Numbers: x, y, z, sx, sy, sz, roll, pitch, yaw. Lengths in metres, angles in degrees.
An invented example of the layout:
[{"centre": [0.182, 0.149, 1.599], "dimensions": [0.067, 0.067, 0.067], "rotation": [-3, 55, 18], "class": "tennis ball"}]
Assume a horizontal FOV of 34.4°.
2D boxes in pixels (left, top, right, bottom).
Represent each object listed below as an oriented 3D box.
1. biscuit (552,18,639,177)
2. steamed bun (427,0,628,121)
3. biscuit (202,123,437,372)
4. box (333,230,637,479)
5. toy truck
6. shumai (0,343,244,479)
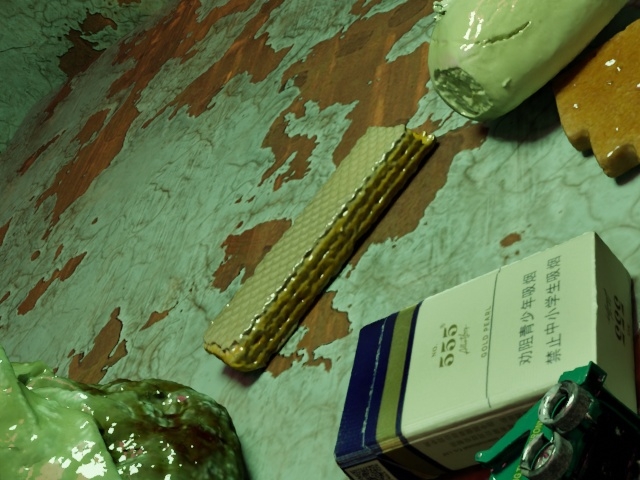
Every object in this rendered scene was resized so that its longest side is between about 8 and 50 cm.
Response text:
[{"centre": [0.341, -0.156, 1.003], "dimensions": [0.284, 0.043, 0.306], "rotation": [-55, 25, -13], "class": "biscuit"}, {"centre": [0.220, -0.253, 1.153], "dimensions": [0.238, 0.152, 0.170], "rotation": [-46, 7, -2], "class": "steamed bun"}, {"centre": [0.000, 0.000, 1.256], "dimensions": [0.378, 0.054, 0.094], "rotation": [-51, 27, -12], "class": "biscuit"}, {"centre": [0.137, 0.109, 0.886], "dimensions": [0.259, 0.071, 0.168], "rotation": [-27, 32, 34], "class": "box"}, {"centre": [0.152, 0.198, 0.709], "dimensions": [0.116, 0.110, 0.216], "rotation": [-25, 31, 60], "class": "toy truck"}, {"centre": [-0.304, 0.235, 1.045], "dimensions": [0.395, 0.348, 0.395], "rotation": [-37, 23, 18], "class": "shumai"}]
